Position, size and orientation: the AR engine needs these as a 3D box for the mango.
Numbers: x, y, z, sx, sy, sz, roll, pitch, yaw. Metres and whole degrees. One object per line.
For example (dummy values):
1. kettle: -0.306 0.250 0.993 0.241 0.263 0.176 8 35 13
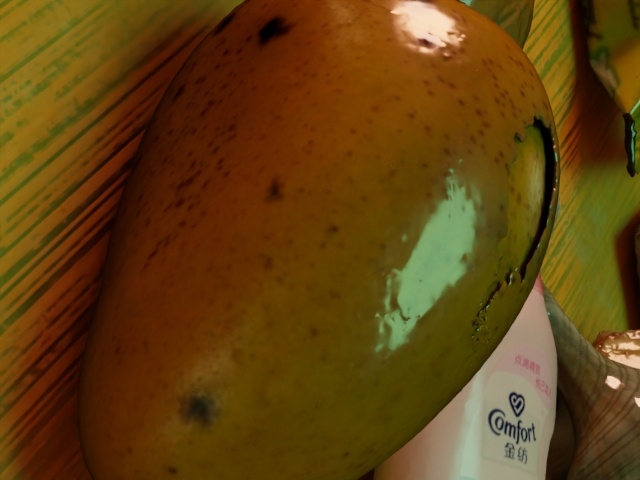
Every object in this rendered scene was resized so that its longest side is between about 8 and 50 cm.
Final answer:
1. mango: 0.000 0.000 0.710 0.160 0.191 0.290 53 48 -33

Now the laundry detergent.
1. laundry detergent: 0.083 0.117 0.928 0.159 0.088 0.335 40 53 -56

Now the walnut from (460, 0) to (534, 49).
1. walnut: 0.070 -0.138 0.939 0.211 0.087 0.167 -54 128 -48

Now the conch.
1. conch: 0.160 0.128 1.038 0.137 0.234 0.114 -46 157 -1

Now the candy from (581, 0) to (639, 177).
1. candy: 0.239 -0.197 1.241 0.187 0.081 0.297 -8 93 -62

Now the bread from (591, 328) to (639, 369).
1. bread: 0.239 0.149 1.137 0.102 0.138 0.196 87 16 -57

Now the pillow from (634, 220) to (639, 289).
1. pillow: 0.300 0.014 1.360 0.232 0.043 0.126 -35 116 -57
